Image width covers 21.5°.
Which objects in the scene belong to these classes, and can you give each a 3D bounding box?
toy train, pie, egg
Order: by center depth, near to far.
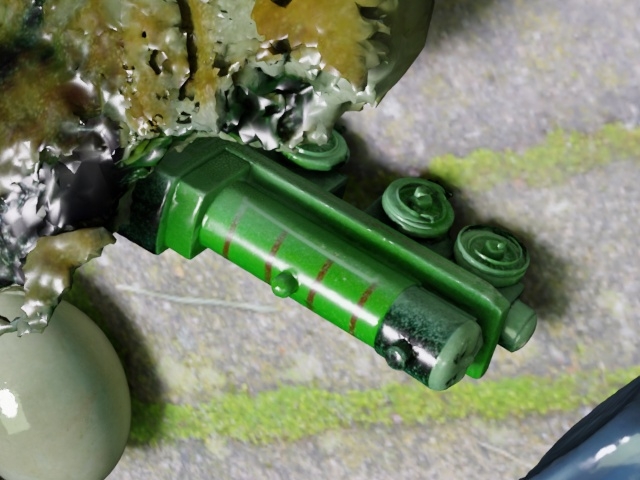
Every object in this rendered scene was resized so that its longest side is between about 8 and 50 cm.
[{"bbox_3d":[-0.110,-0.131,0.899,0.371,0.078,0.296,-31,69,21],"label":"pie"},{"bbox_3d":[0.000,0.000,0.948,0.251,0.119,0.085,31,129,20],"label":"toy train"},{"bbox_3d":[-0.189,0.102,1.147,0.114,0.114,0.152,-5,111,38],"label":"egg"}]

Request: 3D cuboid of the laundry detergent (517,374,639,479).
[{"bbox_3d":[0.240,0.206,0.903,0.290,0.094,0.143,47,129,5],"label":"laundry detergent"}]
